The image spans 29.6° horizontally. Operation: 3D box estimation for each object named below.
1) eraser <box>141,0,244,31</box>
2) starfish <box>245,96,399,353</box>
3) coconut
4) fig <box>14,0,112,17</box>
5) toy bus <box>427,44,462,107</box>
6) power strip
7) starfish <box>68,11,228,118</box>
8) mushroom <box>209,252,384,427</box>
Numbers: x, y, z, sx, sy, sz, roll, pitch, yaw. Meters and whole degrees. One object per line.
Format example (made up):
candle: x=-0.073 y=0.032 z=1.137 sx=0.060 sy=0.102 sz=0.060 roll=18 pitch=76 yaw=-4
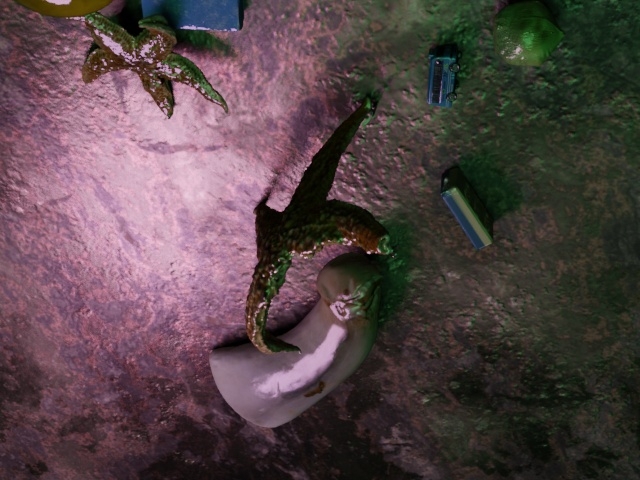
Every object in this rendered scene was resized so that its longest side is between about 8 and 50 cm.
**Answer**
eraser: x=-0.176 y=-0.423 z=1.585 sx=0.144 sy=0.042 sz=0.312 roll=4 pitch=129 yaw=7
starfish: x=-0.012 y=-0.002 z=1.677 sx=0.132 sy=0.384 sz=0.398 roll=21 pitch=130 yaw=-10
coconut: x=0.277 y=-0.274 z=1.608 sx=0.096 sy=0.088 sz=0.088 roll=-1 pitch=128 yaw=17
fig: x=-0.335 y=-0.392 z=1.531 sx=0.207 sy=0.230 sz=0.207 roll=-19 pitch=127 yaw=-27
toy bus: x=0.172 y=-0.230 z=1.687 sx=0.046 sy=0.038 sz=0.083 roll=7 pitch=128 yaw=7
power strip: x=0.219 y=-0.049 z=1.811 sx=0.032 sy=0.056 sz=0.123 roll=-24 pitch=121 yaw=24
starfish: x=-0.258 y=-0.249 z=1.704 sx=0.277 sy=0.062 sz=0.236 roll=24 pitch=152 yaw=-25
mushroom: x=-0.013 y=0.167 z=1.981 sx=0.177 sy=0.126 sz=0.397 roll=41 pitch=127 yaw=-12
